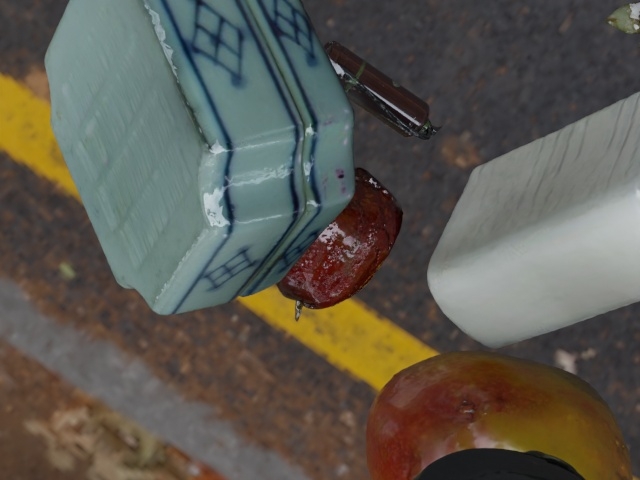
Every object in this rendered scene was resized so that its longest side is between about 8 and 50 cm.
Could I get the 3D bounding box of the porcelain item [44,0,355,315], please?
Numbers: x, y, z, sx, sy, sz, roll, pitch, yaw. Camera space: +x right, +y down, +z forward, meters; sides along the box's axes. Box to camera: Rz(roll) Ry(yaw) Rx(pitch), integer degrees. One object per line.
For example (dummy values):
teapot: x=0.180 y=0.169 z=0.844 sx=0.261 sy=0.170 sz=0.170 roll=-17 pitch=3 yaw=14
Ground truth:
porcelain item: x=-0.104 y=-0.102 z=1.419 sx=0.281 sy=0.157 sz=0.286 roll=63 pitch=148 yaw=17

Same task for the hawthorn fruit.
hawthorn fruit: x=0.000 y=0.000 z=1.666 sx=0.148 sy=0.148 sz=0.172 roll=21 pitch=109 yaw=18

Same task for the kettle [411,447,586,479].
kettle: x=0.072 y=0.388 z=1.274 sx=0.250 sy=0.361 sz=0.377 roll=30 pitch=127 yaw=2

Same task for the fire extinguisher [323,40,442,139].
fire extinguisher: x=0.064 y=-0.144 z=1.713 sx=0.157 sy=0.078 sz=0.045 roll=34 pitch=113 yaw=-15

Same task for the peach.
peach: x=0.218 y=0.285 z=2.022 sx=0.372 sy=0.290 sz=0.372 roll=14 pitch=176 yaw=1

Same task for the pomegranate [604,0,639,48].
pomegranate: x=0.304 y=-0.170 z=1.258 sx=0.148 sy=0.169 sz=0.148 roll=162 pitch=90 yaw=-74

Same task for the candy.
candy: x=0.298 y=-0.026 z=1.916 sx=0.145 sy=0.208 sz=0.358 roll=40 pitch=142 yaw=-22
